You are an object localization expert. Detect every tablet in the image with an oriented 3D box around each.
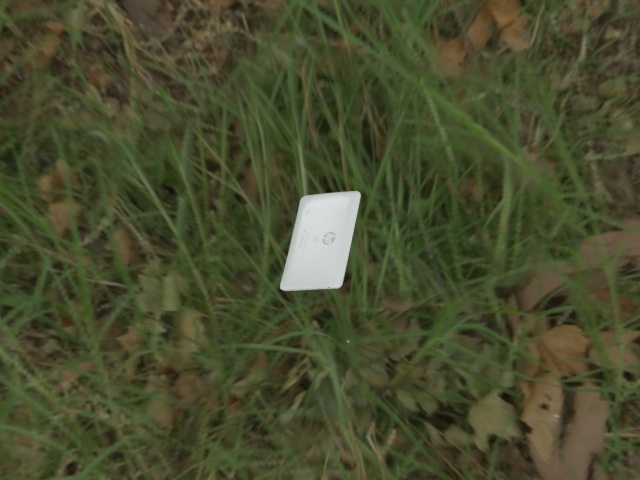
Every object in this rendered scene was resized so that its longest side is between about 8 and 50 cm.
[{"bbox_3d":[0.000,0.000,0.905,0.054,0.006,0.083,-4,60,30],"label":"tablet"}]
